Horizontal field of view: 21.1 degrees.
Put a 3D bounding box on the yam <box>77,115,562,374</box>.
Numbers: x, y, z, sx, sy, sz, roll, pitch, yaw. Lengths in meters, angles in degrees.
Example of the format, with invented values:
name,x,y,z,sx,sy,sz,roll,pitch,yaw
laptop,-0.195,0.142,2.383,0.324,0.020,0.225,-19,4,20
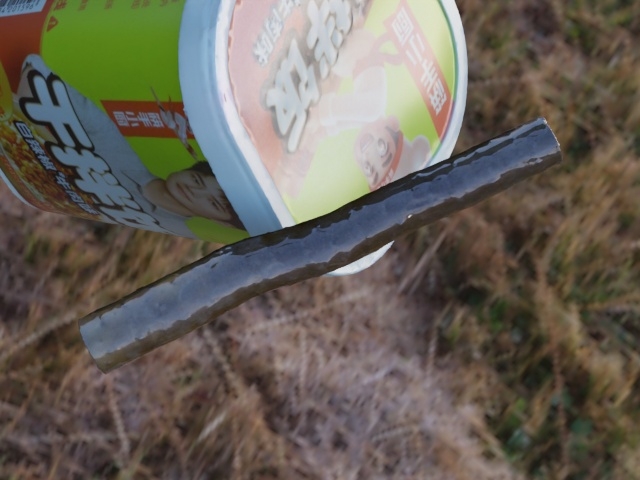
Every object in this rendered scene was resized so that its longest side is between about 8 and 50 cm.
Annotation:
name,x,y,z,sx,sy,sz,roll,pitch,yaw
yam,0.000,0.000,1.108,0.327,0.045,0.045,-25,98,0

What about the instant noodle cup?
name,x,y,z,sx,sy,sz,roll,pitch,yaw
instant noodle cup,-0.096,-0.129,1.278,0.308,0.294,0.294,5,34,38
